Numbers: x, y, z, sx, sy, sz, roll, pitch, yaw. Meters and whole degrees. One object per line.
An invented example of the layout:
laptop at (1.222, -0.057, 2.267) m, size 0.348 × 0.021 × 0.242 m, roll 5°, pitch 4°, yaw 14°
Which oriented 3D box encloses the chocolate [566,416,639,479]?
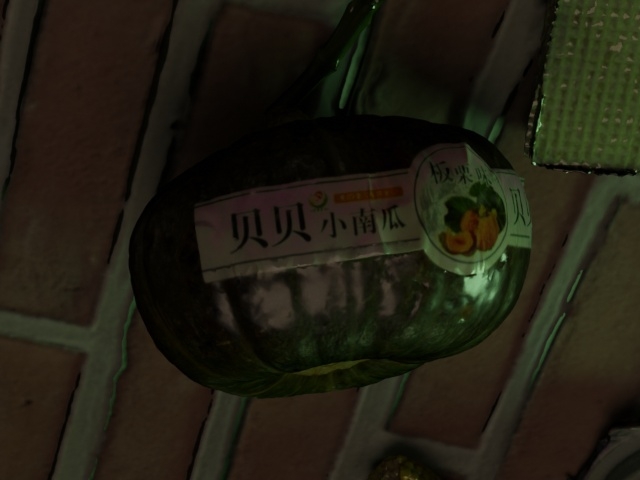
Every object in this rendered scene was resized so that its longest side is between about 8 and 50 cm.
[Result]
chocolate at (0.292, 0.233, 1.439) m, size 0.221 × 0.147 × 0.221 m, roll 2°, pitch 123°, yaw 3°

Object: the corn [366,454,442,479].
corn at (0.109, 0.243, 1.494) m, size 0.067 × 0.067 × 0.206 m, roll -32°, pitch 119°, yaw 21°

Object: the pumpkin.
pumpkin at (0.000, -0.003, 1.233) m, size 0.260 × 0.189 × 0.260 m, roll -9°, pitch 166°, yaw -2°

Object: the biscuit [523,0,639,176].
biscuit at (0.262, -0.109, 1.251) m, size 0.250 × 0.046 × 0.147 m, roll 3°, pitch 125°, yaw -1°

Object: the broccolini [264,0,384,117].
broccolini at (0.028, -0.153, 1.233) m, size 0.042 × 0.044 × 0.218 m, roll 23°, pitch 129°, yaw -34°
